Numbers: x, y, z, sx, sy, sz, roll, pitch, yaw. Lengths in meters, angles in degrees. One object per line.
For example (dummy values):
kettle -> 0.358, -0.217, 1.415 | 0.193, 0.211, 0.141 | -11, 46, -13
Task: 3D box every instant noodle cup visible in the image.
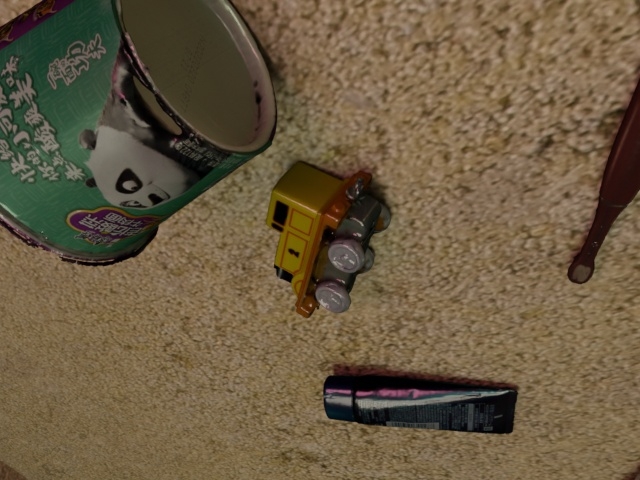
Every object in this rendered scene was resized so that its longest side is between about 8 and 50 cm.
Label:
instant noodle cup -> -0.169, -0.125, 0.583 | 0.190, 0.251, 0.251 | -23, 121, 28

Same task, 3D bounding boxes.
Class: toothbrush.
toothbrush -> 0.278, -0.083, 0.565 | 0.041, 0.040, 0.363 | 12, 137, 12

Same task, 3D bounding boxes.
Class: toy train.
toy train -> 0.000, 0.000, 0.736 | 0.127, 0.089, 0.219 | 28, 139, 11

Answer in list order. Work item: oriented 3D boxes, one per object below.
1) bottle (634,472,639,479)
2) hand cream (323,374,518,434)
bottle -> 0.471, 0.338, 0.884 | 0.060, 0.060, 0.217 | 28, 136, -5
hand cream -> 0.142, 0.240, 0.937 | 0.271, 0.061, 0.120 | 3, 135, 14
